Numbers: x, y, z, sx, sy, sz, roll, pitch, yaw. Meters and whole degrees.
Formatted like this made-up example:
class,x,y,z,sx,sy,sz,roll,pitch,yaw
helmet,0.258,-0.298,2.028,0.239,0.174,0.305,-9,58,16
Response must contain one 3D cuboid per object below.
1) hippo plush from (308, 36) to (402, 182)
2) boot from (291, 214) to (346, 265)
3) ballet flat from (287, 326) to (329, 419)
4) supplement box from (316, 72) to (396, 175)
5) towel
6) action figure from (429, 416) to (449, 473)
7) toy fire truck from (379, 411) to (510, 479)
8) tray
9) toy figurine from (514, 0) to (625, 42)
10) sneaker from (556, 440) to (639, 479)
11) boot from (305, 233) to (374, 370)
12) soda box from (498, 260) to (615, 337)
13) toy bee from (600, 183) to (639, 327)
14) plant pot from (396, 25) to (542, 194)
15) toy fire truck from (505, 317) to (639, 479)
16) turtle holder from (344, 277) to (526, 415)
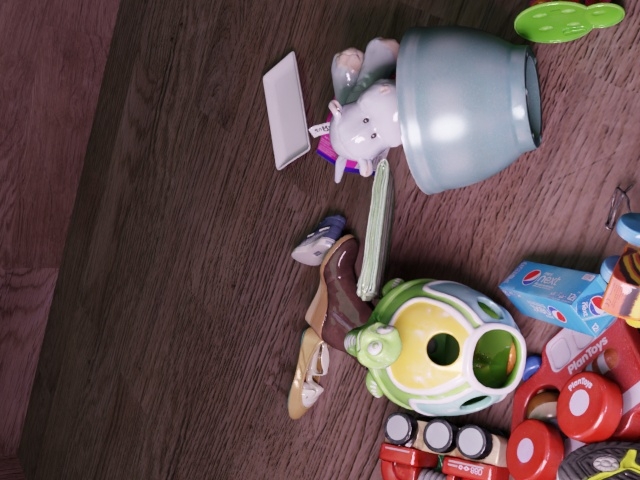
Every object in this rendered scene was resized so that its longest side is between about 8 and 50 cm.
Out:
class,x,y,z,sx,sy,sz,roll,pitch,yaw
hippo plush,0.080,-0.252,1.409,0.294,0.236,0.234,-25,97,19
boot,0.000,0.000,1.759,0.190,0.069,0.086,-21,42,59
ballet flat,-0.023,0.319,1.748,0.073,0.080,0.232,16,102,36
supplement box,0.093,-0.264,1.609,0.114,0.111,0.220,41,118,46
towel,0.111,-0.005,1.442,0.038,0.325,0.248,7,86,9
action figure,0.252,0.427,1.390,0.137,0.063,0.232,-29,72,39
toy fire truck,0.217,0.439,1.304,0.217,0.158,0.246,1,74,37
tray,-0.079,-0.325,1.896,0.145,0.030,0.270,-27,67,47
toy figurine,0.411,-0.432,1.238,0.173,0.130,0.159,-2,76,30
sneaker,0.489,0.371,0.941,0.385,0.145,0.147,13,119,22
boot,0.082,0.134,1.643,0.207,0.090,0.248,34,111,33
soda box,0.375,0.088,1.188,0.067,0.071,0.210,-44,14,-8
toy bee,0.486,0.014,1.044,0.162,0.298,0.195,16,144,15
plant pot,0.269,-0.233,1.285,0.196,0.293,0.293,-4,84,24
toy fire truck,0.403,0.251,1.171,0.302,0.169,0.254,-55,22,35
turtle holder,0.199,0.169,1.277,0.227,0.320,0.243,3,57,57
